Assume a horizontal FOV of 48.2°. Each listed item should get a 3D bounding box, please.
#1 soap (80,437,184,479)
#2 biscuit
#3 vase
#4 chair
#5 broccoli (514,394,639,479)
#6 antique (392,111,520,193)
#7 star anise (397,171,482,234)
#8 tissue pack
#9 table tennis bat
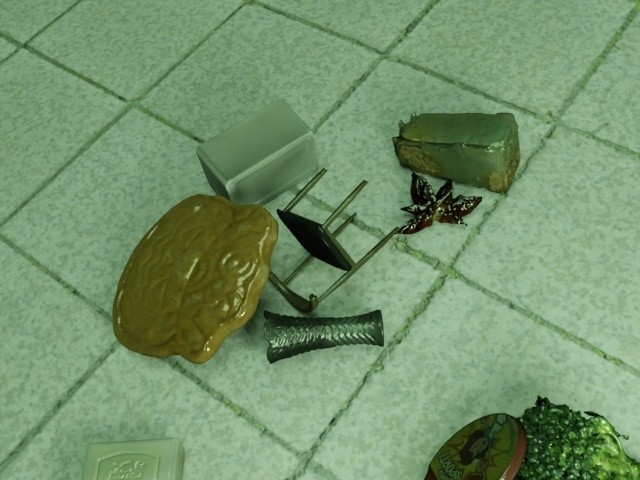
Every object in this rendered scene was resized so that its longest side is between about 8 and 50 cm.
[{"bbox_3d":[-0.356,0.446,1.357,0.183,0.063,0.121,-5,53,5],"label":"soap"},{"bbox_3d":[-0.279,0.073,1.528,0.365,0.062,0.385,11,69,32],"label":"biscuit"},{"bbox_3d":[0.008,0.186,1.451,0.238,0.115,0.115,-6,56,1],"label":"vase"},{"bbox_3d":[0.000,0.000,1.520,0.272,0.166,0.188,-48,35,-14],"label":"chair"},{"bbox_3d":[0.446,0.406,1.204,0.246,0.248,0.288,24,44,-18],"label":"broccoli"},{"bbox_3d":[0.310,-0.219,1.668,0.284,0.150,0.125,13,56,27],"label":"antique"},{"bbox_3d":[0.257,-0.088,1.624,0.213,0.053,0.157,-11,58,4],"label":"star anise"},{"bbox_3d":[-0.143,-0.191,1.697,0.246,0.159,0.136,-33,59,-14],"label":"tissue pack"},{"bbox_3d":[0.232,0.420,1.237,0.310,0.200,0.038,-43,102,2],"label":"table tennis bat"}]
